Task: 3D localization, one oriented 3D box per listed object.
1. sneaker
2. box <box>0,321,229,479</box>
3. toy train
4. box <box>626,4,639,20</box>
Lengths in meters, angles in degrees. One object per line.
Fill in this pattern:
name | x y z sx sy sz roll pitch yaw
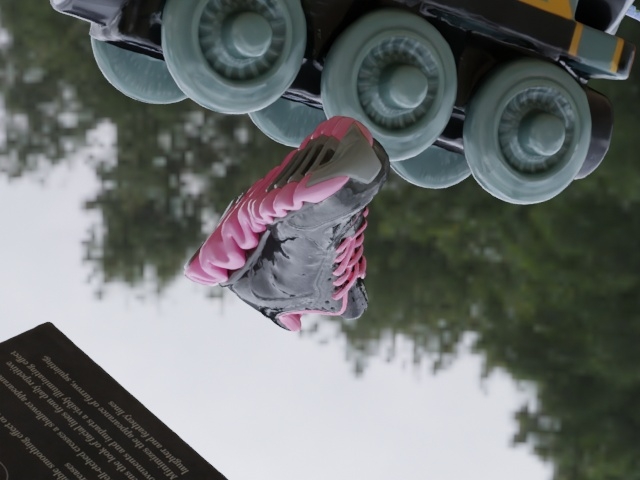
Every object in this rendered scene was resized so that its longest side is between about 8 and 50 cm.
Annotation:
sneaker | 0.000 0.000 0.613 0.047 0.057 0.119 -50 -174 -28
box | -0.321 0.294 1.654 0.395 0.212 0.293 -24 -134 -34
toy train | 0.027 -0.138 0.957 0.334 0.190 0.142 16 180 -27
box | 0.251 -0.236 1.252 0.042 0.178 0.109 16 -178 39
